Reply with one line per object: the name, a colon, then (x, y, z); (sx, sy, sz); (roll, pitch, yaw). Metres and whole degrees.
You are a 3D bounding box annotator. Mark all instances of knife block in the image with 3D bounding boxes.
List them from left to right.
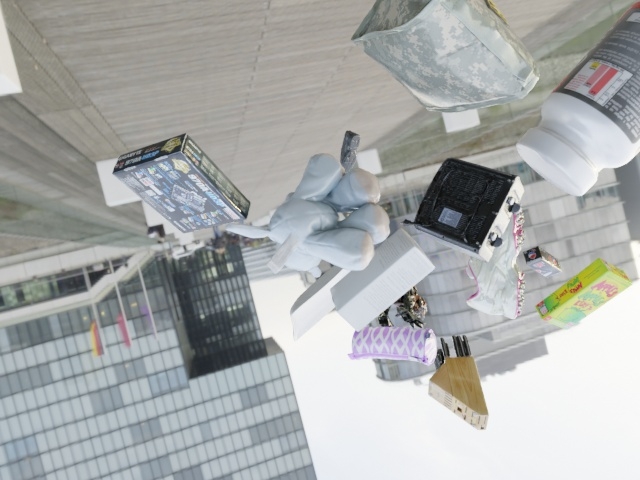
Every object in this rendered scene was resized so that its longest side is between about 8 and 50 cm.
knife block: (0.472, 0.437, 1.606); (0.242, 0.088, 0.275); (-36, -133, -29)

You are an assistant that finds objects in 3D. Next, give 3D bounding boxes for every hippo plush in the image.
hippo plush: (0.000, 0.000, 1.021); (0.294, 0.234, 0.236); (-44, 166, -21)

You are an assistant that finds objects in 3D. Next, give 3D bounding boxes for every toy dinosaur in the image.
toy dinosaur: (0.285, 0.213, 1.813); (0.321, 0.218, 0.164); (28, 140, -19)

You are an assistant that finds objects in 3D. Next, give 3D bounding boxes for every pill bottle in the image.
pill bottle: (0.591, -0.281, 1.003); (0.363, 0.210, 0.210); (-49, 174, 10)

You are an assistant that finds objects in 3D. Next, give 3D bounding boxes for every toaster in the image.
toaster: (0.290, -0.063, 0.995); (0.185, 0.168, 0.110); (26, 178, 38)

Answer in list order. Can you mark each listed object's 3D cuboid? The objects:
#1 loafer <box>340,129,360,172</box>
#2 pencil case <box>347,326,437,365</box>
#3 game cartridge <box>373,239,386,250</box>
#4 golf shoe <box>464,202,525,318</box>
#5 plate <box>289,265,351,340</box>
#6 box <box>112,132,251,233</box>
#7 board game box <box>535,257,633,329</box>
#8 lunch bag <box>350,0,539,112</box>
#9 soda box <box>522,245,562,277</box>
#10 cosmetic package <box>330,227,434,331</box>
loafer: (0.105, -0.341, 1.909); (0.062, 0.170, 0.061); (-8, -140, -36)
pencil case: (0.172, 0.249, 1.166); (0.206, 0.086, 0.088); (-5, -137, 34)
game cartridge: (0.135, -0.018, 1.308); (0.062, 0.297, 0.198); (-18, 179, 7)
golf shoe: (0.409, 0.029, 1.173); (0.140, 0.306, 0.115); (0, 178, 29)
plate: (0.001, 0.185, 1.600); (0.278, 0.045, 0.277); (-40, 160, -19)
box: (-0.274, -0.104, 1.000); (0.175, 0.051, 0.220); (-11, 143, 26)
board game box: (0.591, 0.124, 1.118); (0.092, 0.043, 0.181); (22, 127, -24)
lunch bag: (0.224, -0.349, 0.865); (0.169, 0.235, 0.287); (-56, -155, 3)
soda box: (0.766, 0.075, 1.708); (0.169, 0.053, 0.060); (23, 140, -39)
cosmetic package: (0.137, 0.089, 1.143); (0.231, 0.085, 0.117); (-43, -160, 11)
